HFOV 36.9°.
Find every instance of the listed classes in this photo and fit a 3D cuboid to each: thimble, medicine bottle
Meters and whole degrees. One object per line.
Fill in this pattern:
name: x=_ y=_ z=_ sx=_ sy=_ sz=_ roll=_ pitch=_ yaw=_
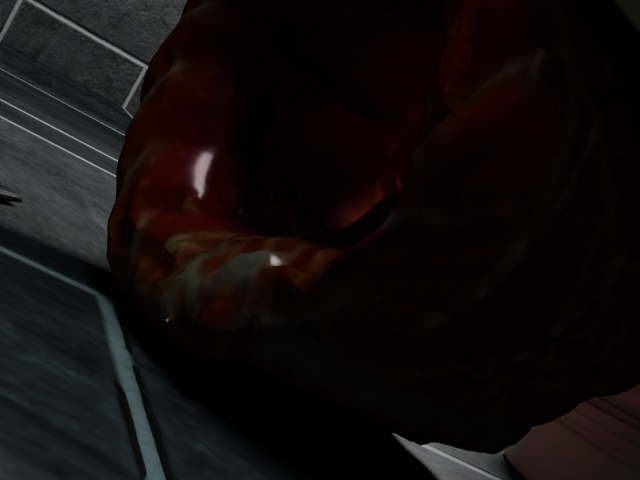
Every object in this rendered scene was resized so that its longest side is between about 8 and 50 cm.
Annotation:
thimble: x=0.051 y=-0.054 z=0.589 sx=0.231 sy=0.350 sz=0.350 roll=30 pitch=3 yaw=-37
medicine bottle: x=0.269 y=0.076 z=0.747 sx=0.170 sy=0.293 sz=0.170 roll=28 pitch=5 yaw=-3

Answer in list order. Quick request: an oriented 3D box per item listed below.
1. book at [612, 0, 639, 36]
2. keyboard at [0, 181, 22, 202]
book: x=0.253 y=-0.097 z=0.547 sx=0.260 sy=0.043 sz=0.371 roll=54 pitch=29 yaw=0
keyboard: x=-0.298 y=-0.080 z=0.662 sx=0.202 sy=0.011 sz=0.067 roll=31 pitch=2 yaw=16
